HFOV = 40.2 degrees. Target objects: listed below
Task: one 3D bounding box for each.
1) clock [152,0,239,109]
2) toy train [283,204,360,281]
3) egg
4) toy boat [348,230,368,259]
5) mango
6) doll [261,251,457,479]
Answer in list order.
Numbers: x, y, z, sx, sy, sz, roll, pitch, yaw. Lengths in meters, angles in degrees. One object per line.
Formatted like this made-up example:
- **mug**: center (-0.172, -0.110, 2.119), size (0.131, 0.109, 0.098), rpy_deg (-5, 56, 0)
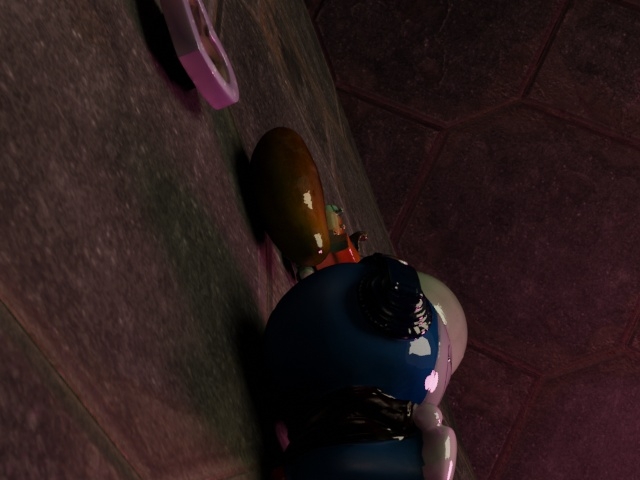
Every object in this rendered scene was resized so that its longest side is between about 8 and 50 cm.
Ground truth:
- **clock**: center (-0.177, -0.262, 1.173), size (0.172, 0.064, 0.198), rpy_deg (-89, 156, -66)
- **toy train**: center (0.000, 0.000, 1.452), size (0.176, 0.118, 0.074), rpy_deg (-94, 164, -54)
- **egg**: center (0.158, 0.174, 1.633), size (0.371, 0.230, 0.230), rpy_deg (55, 16, -76)
- **toy boat**: center (0.101, 0.070, 2.001), size (0.075, 0.077, 0.185), rpy_deg (-64, 133, -76)
- **mango**: center (-0.050, -0.072, 1.338), size (0.133, 0.111, 0.267), rpy_deg (83, -8, -54)
- **doll**: center (0.046, 0.170, 1.026), size (0.284, 0.240, 0.310), rpy_deg (119, -17, -46)
